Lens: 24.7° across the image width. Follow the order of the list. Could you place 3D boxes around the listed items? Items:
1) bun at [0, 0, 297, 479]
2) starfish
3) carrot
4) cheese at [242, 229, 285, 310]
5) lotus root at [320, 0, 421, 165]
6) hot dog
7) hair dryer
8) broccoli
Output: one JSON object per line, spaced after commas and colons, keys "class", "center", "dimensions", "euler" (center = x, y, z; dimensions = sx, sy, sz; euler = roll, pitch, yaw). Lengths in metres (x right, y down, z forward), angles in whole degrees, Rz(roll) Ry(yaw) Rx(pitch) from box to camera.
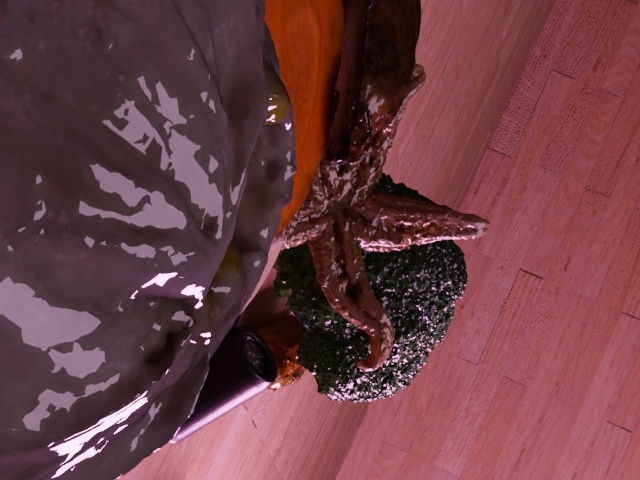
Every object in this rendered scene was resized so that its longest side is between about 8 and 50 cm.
{"class": "bun", "center": [-0.131, -0.029, 0.723], "dimensions": [0.362, 0.211, 0.362], "euler": [21, 90, -78]}
{"class": "starfish", "center": [0.025, -0.037, 1.601], "dimensions": [0.327, 0.094, 0.375], "euler": [-24, 105, -29]}
{"class": "carrot", "center": [-0.051, -0.138, 1.193], "dimensions": [0.307, 0.100, 0.258], "euler": [95, 17, -57]}
{"class": "cheese", "center": [-0.110, 0.044, 1.352], "dimensions": [0.163, 0.071, 0.249], "euler": [96, 20, -57]}
{"class": "lotus root", "center": [0.056, -0.180, 1.414], "dimensions": [0.329, 0.078, 0.167], "euler": [-85, -168, -52]}
{"class": "hot dog", "center": [-0.039, 0.133, 1.858], "dimensions": [0.068, 0.083, 0.289], "euler": [-47, 175, 12]}
{"class": "hair dryer", "center": [-0.094, 0.092, 1.480], "dimensions": [0.128, 0.070, 0.255], "euler": [-31, -160, 24]}
{"class": "broccoli", "center": [0.044, 0.049, 1.771], "dimensions": [0.245, 0.265, 0.294], "euler": [-30, -112, 59]}
